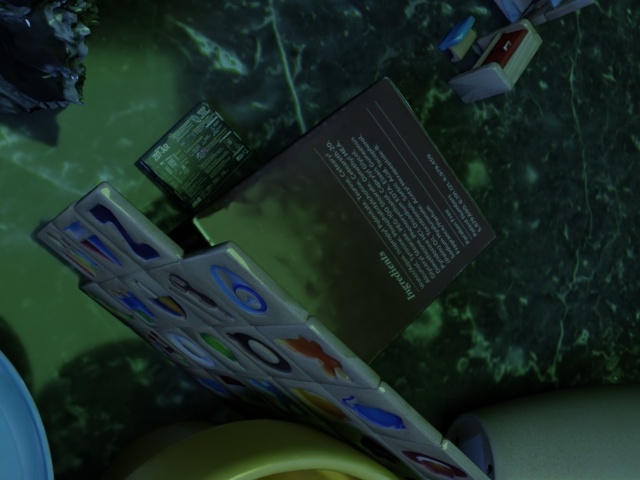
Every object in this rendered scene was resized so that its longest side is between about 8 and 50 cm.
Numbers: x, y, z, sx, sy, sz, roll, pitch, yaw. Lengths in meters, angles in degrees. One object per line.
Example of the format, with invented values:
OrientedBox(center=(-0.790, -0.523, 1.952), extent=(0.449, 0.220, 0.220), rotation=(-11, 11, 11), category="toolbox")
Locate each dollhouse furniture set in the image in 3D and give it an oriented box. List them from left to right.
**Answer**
OrientedBox(center=(0.214, -0.277, 0.660), extent=(0.129, 0.129, 0.184), rotation=(42, 71, -21), category="dollhouse furniture set")

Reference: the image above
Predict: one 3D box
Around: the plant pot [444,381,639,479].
OrientedBox(center=(0.284, 0.269, 0.651), extent=(0.273, 0.256, 0.257), rotation=(11, 84, -12), category="plant pot")

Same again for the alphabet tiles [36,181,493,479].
OrientedBox(center=(-0.048, 0.095, 0.427), extent=(0.342, 0.285, 0.011), rotation=(45, 60, -21), category="alphabet tiles")

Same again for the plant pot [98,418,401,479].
OrientedBox(center=(-0.076, 0.248, 0.436), extent=(0.254, 0.239, 0.254), rotation=(1, 89, -29), category="plant pot")

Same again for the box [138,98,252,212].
OrientedBox(center=(-0.114, -0.078, 0.542), extent=(0.067, 0.018, 0.083), rotation=(47, 69, -20), category="box")

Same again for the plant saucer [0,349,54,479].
OrientedBox(center=(-0.319, 0.183, 0.349), extent=(0.317, 0.044, 0.318), rotation=(2, 69, -5), category="plant saucer")

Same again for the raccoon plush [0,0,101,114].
OrientedBox(center=(-0.267, -0.291, 0.368), extent=(0.446, 0.216, 0.299), rotation=(23, 71, -26), category="raccoon plush")

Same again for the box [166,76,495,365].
OrientedBox(center=(0.000, 0.000, 0.510), extent=(0.203, 0.168, 0.167), rotation=(-40, 100, -23), category="box")
